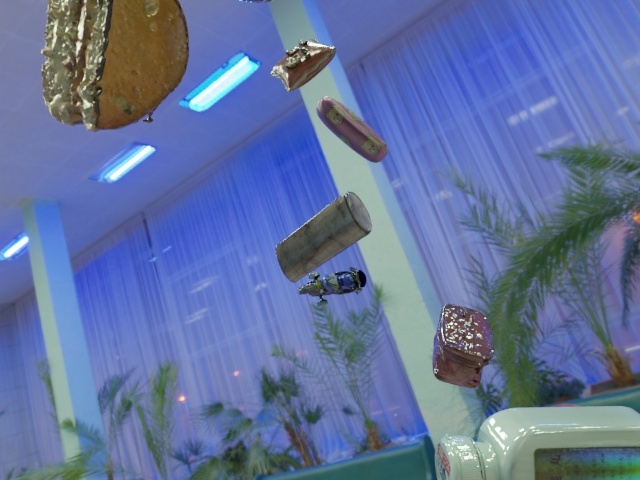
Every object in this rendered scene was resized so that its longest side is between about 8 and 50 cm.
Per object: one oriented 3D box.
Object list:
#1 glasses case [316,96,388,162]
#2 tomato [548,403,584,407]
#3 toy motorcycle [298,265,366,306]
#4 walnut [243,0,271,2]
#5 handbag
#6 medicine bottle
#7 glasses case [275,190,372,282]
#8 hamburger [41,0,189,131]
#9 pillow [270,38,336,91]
[{"bbox_3d":[0.114,-0.406,1.691,0.075,0.316,0.123,-50,1,-22],"label":"glasses case"},{"bbox_3d":[0.561,0.484,1.113,0.228,0.227,0.101,-12,25,-24],"label":"tomato"},{"bbox_3d":[0.051,0.145,1.531,0.169,0.113,0.315,-19,-11,25],"label":"toy motorcycle"},{"bbox_3d":[-0.167,-0.685,1.037,0.273,0.273,0.227,-36,12,49],"label":"walnut"},{"bbox_3d":[0.390,0.286,1.272,0.147,0.135,0.225,14,29,9],"label":"handbag"},{"bbox_3d":[0.246,0.248,0.503,0.229,0.121,0.083,1,10,-5],"label":"medicine bottle"},{"bbox_3d":[0.000,0.000,1.138,0.060,0.114,0.299,-14,-17,-46],"label":"glasses case"},{"bbox_3d":[-0.470,-0.460,1.094,0.269,0.444,0.287,11,3,31],"label":"hamburger"},{"bbox_3d":[-0.055,-0.501,1.282,0.171,0.179,0.075,-38,-51,3],"label":"pillow"}]
